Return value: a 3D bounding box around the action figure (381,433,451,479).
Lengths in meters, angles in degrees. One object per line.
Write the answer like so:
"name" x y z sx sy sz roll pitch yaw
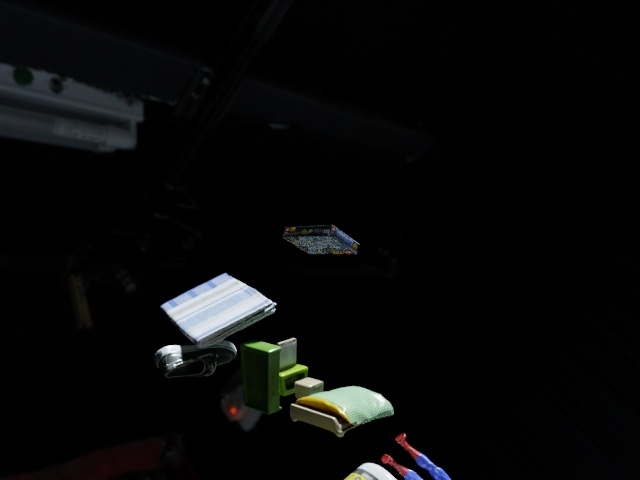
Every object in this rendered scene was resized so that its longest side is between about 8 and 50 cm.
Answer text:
"action figure" 0.271 0.531 1.585 0.091 0.280 0.139 -51 0 -16

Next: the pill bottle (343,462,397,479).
"pill bottle" 0.028 0.604 1.442 0.334 0.188 0.188 -35 -28 -25

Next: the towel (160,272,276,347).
"towel" -0.254 0.165 1.813 0.209 0.285 0.034 -26 -65 -22

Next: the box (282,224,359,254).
"box" 0.000 0.000 1.578 0.094 0.137 0.027 35 -116 -42

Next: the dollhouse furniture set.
"dollhouse furniture set" -0.007 0.310 1.686 0.198 0.302 0.151 -10 -77 -48

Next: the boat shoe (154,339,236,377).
"boat shoe" -0.282 0.286 1.750 0.219 0.070 0.077 0 -49 -43
